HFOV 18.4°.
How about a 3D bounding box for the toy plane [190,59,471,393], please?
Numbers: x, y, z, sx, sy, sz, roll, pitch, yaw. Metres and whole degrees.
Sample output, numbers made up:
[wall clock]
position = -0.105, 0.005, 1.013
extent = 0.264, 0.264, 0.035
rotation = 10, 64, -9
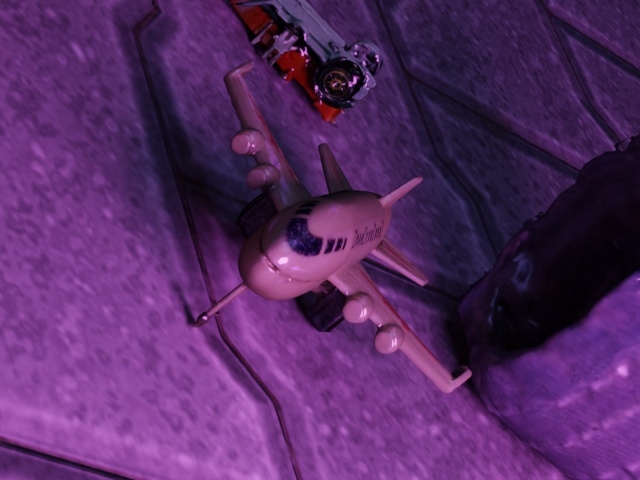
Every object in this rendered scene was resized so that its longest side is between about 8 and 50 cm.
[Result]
[toy plane]
position = 0.000, 0.000, 1.187
extent = 0.242, 0.104, 0.256
rotation = 55, 26, 3

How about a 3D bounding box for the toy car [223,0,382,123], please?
[toy car]
position = -0.020, -0.151, 1.410
extent = 0.143, 0.054, 0.073
rotation = 45, 25, -3

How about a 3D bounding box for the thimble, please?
[thimble]
position = 0.220, 0.054, 1.324
extent = 0.172, 0.236, 0.205
rotation = 41, 34, -19
